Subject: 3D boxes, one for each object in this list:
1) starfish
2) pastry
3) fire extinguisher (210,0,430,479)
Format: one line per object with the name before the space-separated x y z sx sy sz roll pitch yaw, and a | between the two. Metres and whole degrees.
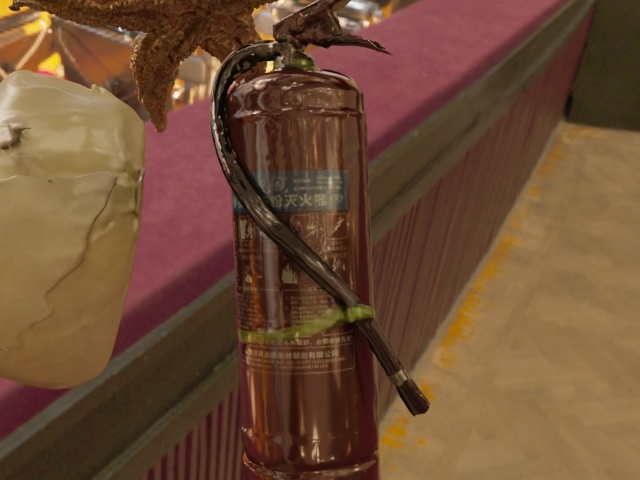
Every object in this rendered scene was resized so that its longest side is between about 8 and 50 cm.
starfish | -0.146 -0.222 0.723 0.302 0.299 0.060 20 51 -46
pastry | -0.222 -0.010 0.596 0.133 0.264 0.264 12 29 -19
fire extinguisher | 0.000 0.000 0.496 0.142 0.341 0.105 -1 3 8
